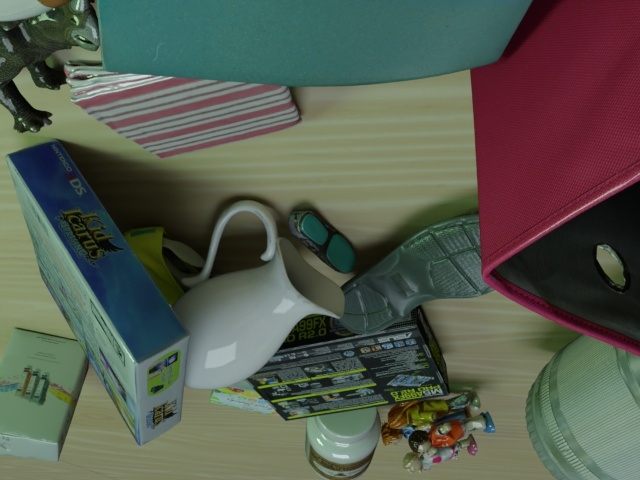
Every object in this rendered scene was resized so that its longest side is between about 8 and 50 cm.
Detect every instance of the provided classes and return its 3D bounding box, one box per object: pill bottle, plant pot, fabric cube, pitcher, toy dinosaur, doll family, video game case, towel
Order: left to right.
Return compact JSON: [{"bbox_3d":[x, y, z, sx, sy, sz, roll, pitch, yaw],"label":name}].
[{"bbox_3d":[-0.291,-0.175,0.496,0.314,0.121,0.160,7,133,7],"label":"toy dinosaur"},{"bbox_3d":[-0.241,0.066,0.702,0.061,0.269,0.244,-27,157,-29],"label":"video game case"},{"bbox_3d":[-0.095,-0.113,0.513,0.144,0.029,0.197,-12,174,4],"label":"towel"},{"bbox_3d":[-0.103,0.068,0.744,0.207,0.125,0.177,-34,94,18],"label":"pitcher"},{"bbox_3d":[0.007,-0.191,0.363,0.234,0.165,0.165,8,145,-11],"label":"plant pot"},{"bbox_3d":[0.039,0.335,1.125,0.131,0.131,0.229,5,145,2],"label":"pill bottle"},{"bbox_3d":[0.188,0.322,1.111,0.163,0.118,0.263,-13,149,-4],"label":"doll family"},{"bbox_3d":[0.260,-0.094,0.370,0.254,0.258,0.259,22,142,-23],"label":"fabric cube"}]

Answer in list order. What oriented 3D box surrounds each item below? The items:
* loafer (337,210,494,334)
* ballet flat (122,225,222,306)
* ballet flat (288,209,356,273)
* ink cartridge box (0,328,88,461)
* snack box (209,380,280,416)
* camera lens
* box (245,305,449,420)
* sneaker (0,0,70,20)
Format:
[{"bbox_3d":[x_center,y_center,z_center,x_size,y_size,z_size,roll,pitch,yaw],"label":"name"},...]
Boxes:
[{"bbox_3d":[0.127,0.024,0.734,0.268,0.084,0.096,-28,101,34],"label":"loafer"},{"bbox_3d":[-0.168,0.058,0.822,0.077,0.077,0.231,-23,136,12],"label":"ballet flat"},{"bbox_3d":[0.000,0.000,0.743,0.041,0.041,0.114,-17,139,29],"label":"ballet flat"},{"bbox_3d":[-0.476,0.262,1.065,0.127,0.176,0.128,15,144,-12],"label":"ink cartridge box"},{"bbox_3d":[-0.121,0.275,1.146,0.141,0.037,0.100,15,146,-11],"label":"snack box"},{"bbox_3d":[0.410,0.194,0.787,0.220,0.219,0.274,12,145,-8],"label":"camera lens"},{"bbox_3d":[0.032,0.176,0.921,0.270,0.060,0.216,-13,140,16],"label":"box"},{"bbox_3d":[-0.177,-0.258,0.299,0.123,0.106,0.290,-4,123,14],"label":"sneaker"}]
